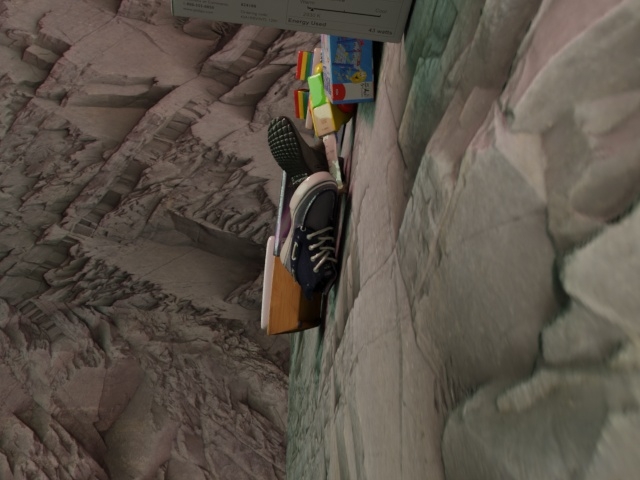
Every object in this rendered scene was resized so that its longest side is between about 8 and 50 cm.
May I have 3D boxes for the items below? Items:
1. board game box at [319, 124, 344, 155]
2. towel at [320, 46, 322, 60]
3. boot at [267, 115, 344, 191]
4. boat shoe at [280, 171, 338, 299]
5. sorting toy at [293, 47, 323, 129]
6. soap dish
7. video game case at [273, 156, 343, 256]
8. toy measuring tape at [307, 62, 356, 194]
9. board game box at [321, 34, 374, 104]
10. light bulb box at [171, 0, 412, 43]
[{"bbox_3d":[0.048,-0.470,1.874,0.318,0.066,0.318,-87,5,-45],"label":"board game box"},{"bbox_3d":[0.050,-0.498,1.631,0.023,0.113,0.152,-24,53,48],"label":"towel"},{"bbox_3d":[-0.033,-0.220,1.607,0.161,0.083,0.246,-52,-56,-46],"label":"boot"},{"bbox_3d":[0.000,0.000,1.549,0.158,0.127,0.340,57,151,29],"label":"boat shoe"},{"bbox_3d":[-0.017,-0.518,2.159,0.257,0.089,0.255,-43,-37,-68],"label":"sorting toy"},{"bbox_3d":[-0.072,0.128,1.858,0.229,0.118,0.290,17,-102,-70],"label":"soap dish"},{"bbox_3d":[-0.031,-0.094,1.719,0.026,0.196,0.274,17,104,47],"label":"video game case"},{"bbox_3d":[0.043,-0.278,1.595,0.121,0.121,0.330,159,99,-85],"label":"toy measuring tape"},{"bbox_3d":[0.048,-0.451,1.346,0.308,0.086,0.301,-98,4,-73],"label":"board game box"},{"bbox_3d":[-0.023,-0.503,0.887,0.361,0.358,0.225,103,170,-53],"label":"light bulb box"}]
